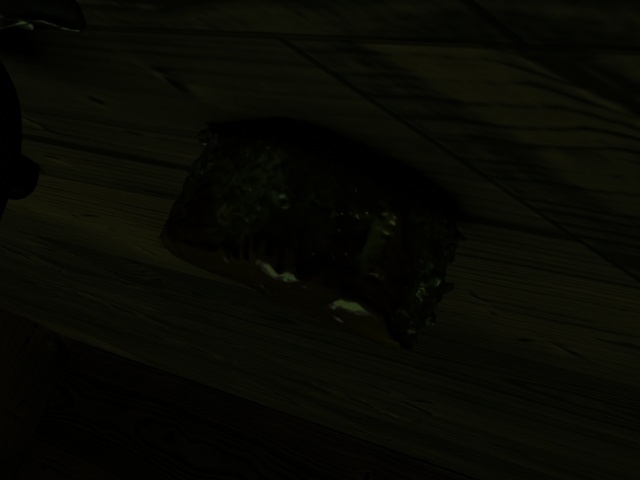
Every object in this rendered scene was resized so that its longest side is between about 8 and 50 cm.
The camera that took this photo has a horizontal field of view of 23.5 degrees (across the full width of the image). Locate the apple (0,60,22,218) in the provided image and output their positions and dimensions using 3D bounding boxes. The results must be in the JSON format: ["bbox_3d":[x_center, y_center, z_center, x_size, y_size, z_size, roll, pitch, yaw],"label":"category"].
[{"bbox_3d":[-0.229,-0.037,0.688,0.168,0.181,0.181,18,171,-5],"label":"apple"}]

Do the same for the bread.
[{"bbox_3d":[0.000,0.000,0.715,0.128,0.069,0.140,26,171,-27],"label":"bread"}]

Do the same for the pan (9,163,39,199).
[{"bbox_3d":[-0.257,-0.062,1.057,0.114,0.040,0.212,17,171,-1],"label":"pan"}]

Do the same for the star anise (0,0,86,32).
[{"bbox_3d":[-0.169,-0.105,0.536,0.182,0.065,0.195,14,165,18],"label":"star anise"}]
